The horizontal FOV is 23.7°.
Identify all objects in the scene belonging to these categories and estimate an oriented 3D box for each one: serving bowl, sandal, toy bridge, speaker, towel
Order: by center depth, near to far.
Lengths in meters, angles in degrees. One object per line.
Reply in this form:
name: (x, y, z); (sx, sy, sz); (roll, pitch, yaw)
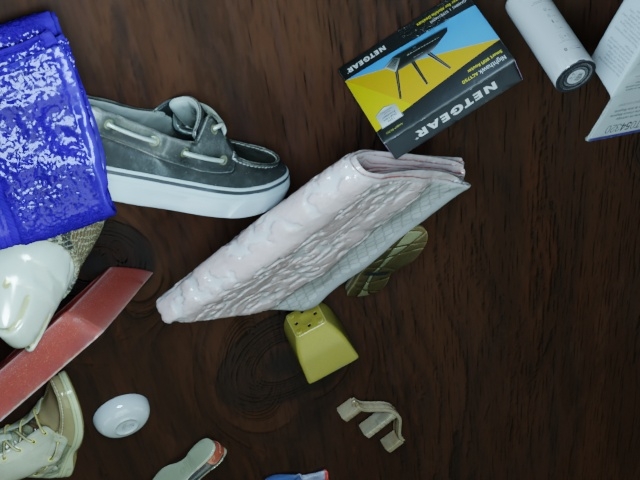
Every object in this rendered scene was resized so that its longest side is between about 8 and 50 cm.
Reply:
towel: (-0.377, -0.081, 1.542); (0.308, 0.076, 0.228); (-19, 105, -9)
speaker: (0.274, -0.244, 1.829); (0.055, 0.136, 0.055); (-20, 148, -13)
towel: (0.000, 0.000, 1.906); (0.332, 0.053, 0.317); (-38, 162, 26)
sandal: (0.082, 0.020, 2.107); (0.072, 0.049, 0.180); (1, 150, -28)
serving bowl: (-0.278, 0.253, 2.159); (0.083, 0.027, 0.083); (-19, 144, -15)
toy bridge: (0.093, 0.289, 2.458); (0.063, 0.026, 0.188); (-37, 144, 7)

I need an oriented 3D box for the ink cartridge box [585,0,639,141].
ink cartridge box: (0.493, -0.288, 1.940); (0.324, 0.071, 0.330); (-13, 143, -40)

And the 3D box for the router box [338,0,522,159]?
router box: (0.128, -0.195, 1.791); (0.179, 0.133, 0.046); (-33, 145, 5)

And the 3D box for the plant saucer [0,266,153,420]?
plant saucer: (-0.336, 0.135, 1.849); (0.259, 0.048, 0.258); (-41, -174, 15)

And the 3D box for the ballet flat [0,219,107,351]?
ballet flat: (-0.422, 0.089, 1.722); (0.482, 0.182, 0.164); (-29, 139, 0)

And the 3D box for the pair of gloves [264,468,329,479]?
pair of gloves: (-0.071, 0.448, 2.547); (0.159, 0.023, 0.198); (-10, 140, -25)

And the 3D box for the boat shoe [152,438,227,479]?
boat shoe: (-0.202, 0.353, 2.319); (0.137, 0.049, 0.043); (-41, 145, 9)

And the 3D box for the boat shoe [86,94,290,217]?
boat shoe: (-0.154, -0.102, 1.725); (0.335, 0.121, 0.119); (1, 115, -46)

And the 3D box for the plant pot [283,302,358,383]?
plant pot: (-0.007, 0.134, 2.156); (0.081, 0.081, 0.083); (-28, 135, -1)

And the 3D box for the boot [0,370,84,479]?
boot: (-0.407, 0.263, 2.042); (0.165, 0.077, 0.213); (-9, 143, -23)
